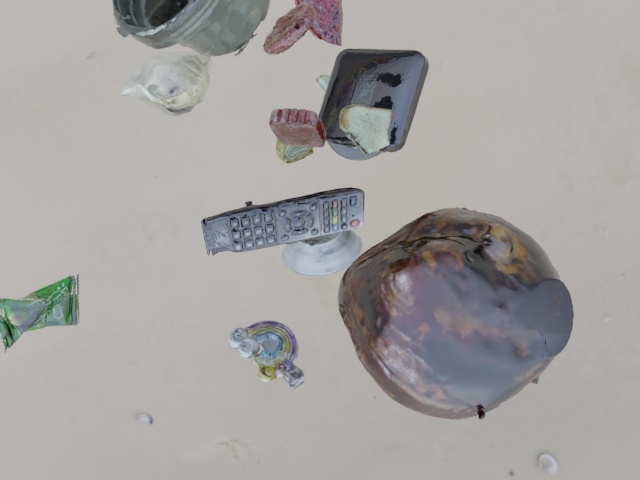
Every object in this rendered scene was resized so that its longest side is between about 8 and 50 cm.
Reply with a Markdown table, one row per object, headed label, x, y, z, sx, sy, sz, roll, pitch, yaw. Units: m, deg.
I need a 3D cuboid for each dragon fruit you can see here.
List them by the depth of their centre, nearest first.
| label | x | y | z | sx | sy | sz | roll | pitch | yaw |
| --- | --- | --- | --- | --- | --- | --- | --- | --- | --- |
| dragon fruit | -0.003 | -0.828 | 1.804 | 0.152 | 0.205 | 0.316 | -1 | 116 | 7 |

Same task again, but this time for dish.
| label | x | y | z | sx | sy | sz | roll | pitch | yaw |
| --- | --- | --- | --- | --- | --- | --- | --- | --- | --- |
| dish | 0.000 | 0.000 | 2.029 | 0.317 | 0.316 | 0.106 | -7 | 124 | 5 |

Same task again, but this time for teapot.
| label | x | y | z | sx | sy | sz | roll | pitch | yaw |
| --- | --- | --- | --- | --- | --- | --- | --- | --- | --- |
| teapot | 0.124 | -0.417 | 1.873 | 0.322 | 0.239 | 0.239 | 25 | 106 | 18 |

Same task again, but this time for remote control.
| label | x | y | z | sx | sy | sz | roll | pitch | yaw |
| --- | --- | --- | --- | --- | --- | --- | --- | --- | --- |
| remote control | -0.087 | -0.048 | 1.309 | 0.400 | 0.062 | 0.144 | -11 | 133 | -11 |

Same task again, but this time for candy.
| label | x | y | z | sx | sy | sz | roll | pitch | yaw |
| --- | --- | --- | --- | --- | --- | --- | --- | --- | --- |
| candy | -0.691 | 0.169 | 1.306 | 0.078 | 0.203 | 0.141 | 36 | 124 | 28 |

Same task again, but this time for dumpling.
| label | x | y | z | sx | sy | sz | roll | pitch | yaw |
| --- | --- | --- | --- | --- | --- | --- | --- | --- | --- |
| dumpling | -0.503 | -0.517 | 1.742 | 0.243 | 0.318 | 0.187 | 12 | 134 | 21 |

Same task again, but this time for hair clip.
| label | x | y | z | sx | sy | sz | roll | pitch | yaw |
| --- | --- | --- | --- | --- | --- | --- | --- | --- | --- |
| hair clip | -0.096 | 0.219 | 1.058 | 0.172 | 0.116 | 0.049 | 46 | 143 | 23 |

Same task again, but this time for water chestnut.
| label | x | y | z | sx | sy | sz | roll | pitch | yaw |
| --- | --- | --- | --- | --- | --- | --- | --- | --- | --- |
| water chestnut | 0.188 | 0.124 | 0.842 | 0.336 | 0.335 | 0.346 | 24 | 144 | -3 |

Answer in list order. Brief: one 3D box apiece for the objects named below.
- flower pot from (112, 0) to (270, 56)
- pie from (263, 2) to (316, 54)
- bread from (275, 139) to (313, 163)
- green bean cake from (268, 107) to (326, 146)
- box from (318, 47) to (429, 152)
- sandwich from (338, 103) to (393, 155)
| label | x | y | z | sx | sy | sz | roll | pitch | yaw |
| --- | --- | --- | --- | --- | --- | --- | --- | --- | --- |
| flower pot | -0.159 | -0.348 | 0.727 | 0.236 | 0.141 | 0.235 | -12 | 67 | 32 |
| pie | -0.073 | -0.494 | 1.243 | 0.154 | 0.154 | 0.036 | -39 | 126 | 11 |
| bread | -0.087 | -0.346 | 1.944 | 0.157 | 0.064 | 0.117 | -23 | 147 | -15 |
| green bean cake | -0.059 | -0.302 | 1.425 | 0.135 | 0.135 | 0.056 | 4 | 74 | 15 |
| box | 0.137 | -0.396 | 1.485 | 0.290 | 0.073 | 0.288 | 15 | 87 | 35 |
| sandwich | 0.082 | -0.210 | 1.006 | 0.105 | 0.036 | 0.093 | 7 | 93 | -22 |
